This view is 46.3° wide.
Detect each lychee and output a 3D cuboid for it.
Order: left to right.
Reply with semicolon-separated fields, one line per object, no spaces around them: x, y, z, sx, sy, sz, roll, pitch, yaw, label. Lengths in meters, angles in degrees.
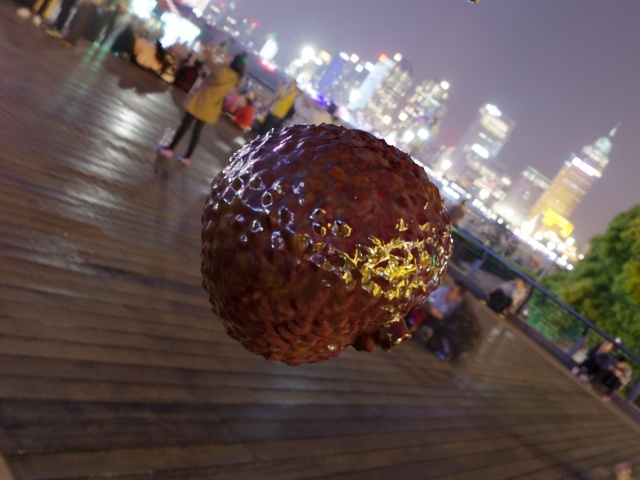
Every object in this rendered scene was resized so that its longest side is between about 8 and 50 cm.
0.000;0.000;0.743;0.260;0.261;0.260;34;9;-6;lychee

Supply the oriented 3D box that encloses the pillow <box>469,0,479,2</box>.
0.108;-0.330;0.779;0.135;0.034;0.211;52;12;24;pillow
